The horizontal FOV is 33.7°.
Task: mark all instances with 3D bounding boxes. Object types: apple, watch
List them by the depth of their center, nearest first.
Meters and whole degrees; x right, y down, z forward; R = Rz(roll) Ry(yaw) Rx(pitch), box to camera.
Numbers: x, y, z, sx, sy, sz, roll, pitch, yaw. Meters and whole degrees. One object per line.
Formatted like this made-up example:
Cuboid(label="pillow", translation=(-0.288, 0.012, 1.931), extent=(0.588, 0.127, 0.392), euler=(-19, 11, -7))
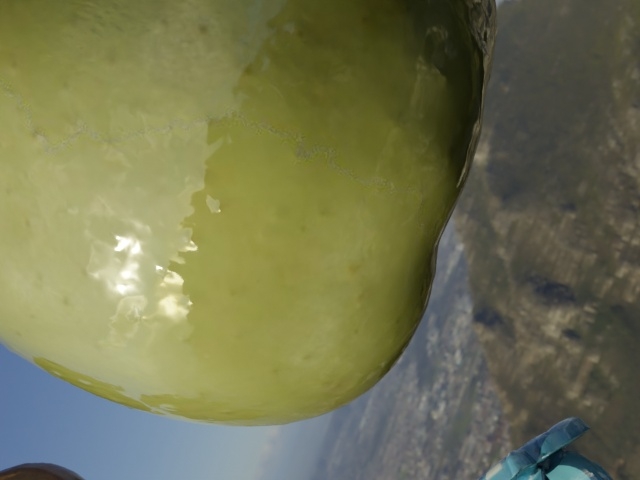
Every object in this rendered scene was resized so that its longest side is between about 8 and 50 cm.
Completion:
Cuboid(label="apple", translation=(-0.069, -0.076, 0.610), extent=(0.357, 0.357, 0.357), euler=(20, -90, -88))
Cuboid(label="watch", translation=(0.358, 0.396, 1.597), extent=(0.211, 0.193, 0.211), euler=(-33, -20, -14))

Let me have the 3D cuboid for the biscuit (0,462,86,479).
Cuboid(label="biscuit", translation=(-0.329, 0.337, 1.068), extent=(0.037, 0.261, 0.262), euler=(59, -138, -43))
